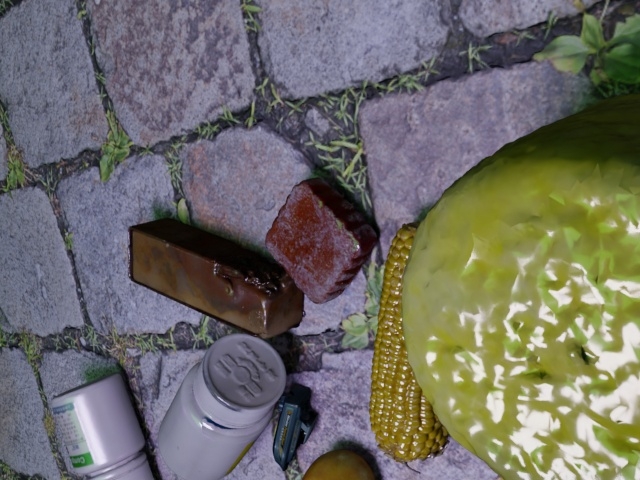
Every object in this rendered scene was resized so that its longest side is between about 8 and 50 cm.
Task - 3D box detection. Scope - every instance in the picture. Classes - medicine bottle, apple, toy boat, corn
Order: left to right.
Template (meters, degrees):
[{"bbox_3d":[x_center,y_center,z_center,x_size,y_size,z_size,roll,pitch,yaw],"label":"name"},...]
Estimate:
[{"bbox_3d":[-0.396,0.377,1.423,0.139,0.139,0.237,-19,92,42],"label":"medicine bottle"},{"bbox_3d":[-0.150,0.253,1.149,0.143,0.143,0.258,50,140,18],"label":"medicine bottle"},{"bbox_3d":[-0.043,0.290,1.154,0.060,0.055,0.141,18,115,11],"label":"toy boat"},{"bbox_3d":[0.020,0.351,1.087,0.114,0.102,0.099,-31,84,42],"label":"apple"},{"bbox_3d":[0.115,0.129,0.943,0.106,0.106,0.305,14,110,37],"label":"corn"}]

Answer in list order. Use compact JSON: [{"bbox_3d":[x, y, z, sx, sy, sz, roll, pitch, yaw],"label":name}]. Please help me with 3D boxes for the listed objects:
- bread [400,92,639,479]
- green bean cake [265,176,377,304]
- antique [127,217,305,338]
[{"bbox_3d":[0.254,0.049,0.667,0.348,0.307,0.348,14,112,41],"label":"bread"},{"bbox_3d":[0.000,0.000,1.033,0.136,0.056,0.135,48,126,19],"label":"green bean cake"},{"bbox_3d":[-0.164,0.052,1.167,0.310,0.087,0.093,19,113,36],"label":"antique"}]
